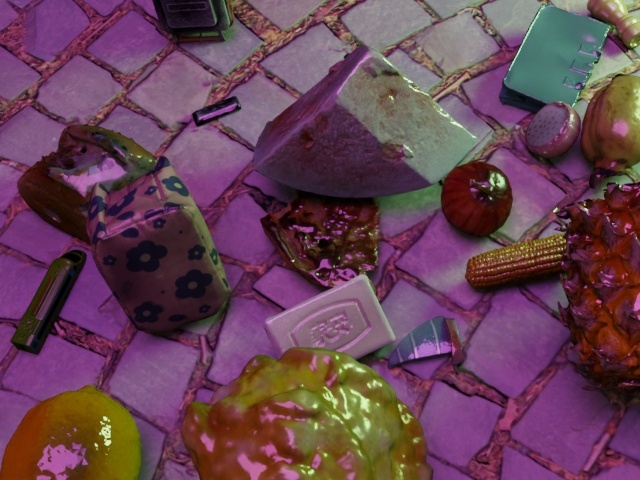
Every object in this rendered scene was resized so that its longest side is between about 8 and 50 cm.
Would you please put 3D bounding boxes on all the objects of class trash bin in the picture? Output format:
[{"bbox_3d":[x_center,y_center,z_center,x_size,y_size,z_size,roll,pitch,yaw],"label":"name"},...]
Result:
[{"bbox_3d":[-0.249,-0.538,1.952,0.161,0.184,0.238,-1,48,10],"label":"trash bin"}]

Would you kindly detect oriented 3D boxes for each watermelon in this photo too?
[{"bbox_3d":[0.072,-0.220,1.630,0.388,0.258,0.228,-4,44,-1],"label":"watermelon"}]

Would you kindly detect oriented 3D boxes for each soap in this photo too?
[{"bbox_3d":[0.013,0.145,1.525,0.183,0.064,0.121,-25,85,-5],"label":"soap"}]

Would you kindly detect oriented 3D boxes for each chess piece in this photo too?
[{"bbox_3d":[0.564,-0.420,1.788,0.066,0.066,0.122,-30,64,-8],"label":"chess piece"}]

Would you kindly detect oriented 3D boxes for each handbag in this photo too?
[{"bbox_3d":[0.435,-0.330,1.763,0.144,0.057,0.221,24,66,18],"label":"handbag"},{"bbox_3d":[-0.274,0.004,1.582,0.190,0.251,0.193,-20,42,-1],"label":"handbag"}]

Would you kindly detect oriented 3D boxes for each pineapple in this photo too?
[{"bbox_3d":[0.502,0.074,1.355,0.353,0.352,0.300,0,76,10],"label":"pineapple"}]

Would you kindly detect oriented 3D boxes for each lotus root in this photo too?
[{"bbox_3d":[0.507,-0.185,1.622,0.118,0.125,0.220,15,67,1],"label":"lotus root"}]

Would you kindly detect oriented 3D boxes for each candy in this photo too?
[{"bbox_3d":[0.407,-0.192,1.663,0.103,0.043,0.103,-36,37,33],"label":"candy"}]

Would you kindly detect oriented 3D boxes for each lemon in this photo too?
[{"bbox_3d":[-0.371,0.339,1.420,0.204,0.204,0.260,5,60,13],"label":"lemon"}]

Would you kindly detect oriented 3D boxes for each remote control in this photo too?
[{"bbox_3d":[-0.203,-0.255,1.853,0.096,0.014,0.039,-22,58,-4],"label":"remote control"}]

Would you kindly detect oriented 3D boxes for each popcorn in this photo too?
[{"bbox_3d":[-0.003,0.316,1.292,0.334,0.293,0.292,-12,34,-25],"label":"popcorn"}]

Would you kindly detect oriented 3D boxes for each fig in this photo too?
[{"bbox_3d":[0.262,-0.083,1.591,0.129,0.150,0.128,-2,46,2],"label":"fig"}]

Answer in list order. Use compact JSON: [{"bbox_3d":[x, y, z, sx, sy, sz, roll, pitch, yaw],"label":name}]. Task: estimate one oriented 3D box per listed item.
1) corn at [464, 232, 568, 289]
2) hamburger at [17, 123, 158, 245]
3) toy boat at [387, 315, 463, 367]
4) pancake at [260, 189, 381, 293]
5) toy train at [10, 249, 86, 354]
[{"bbox_3d":[0.336,0.036,1.553,0.207,0.068,0.068,-15,58,4],"label":"corn"},{"bbox_3d":[-0.412,-0.110,1.713,0.288,0.192,0.167,24,57,22],"label":"hamburger"},{"bbox_3d":[0.163,0.167,1.525,0.122,0.034,0.096,-10,53,6],"label":"toy boat"},{"bbox_3d":[0.000,0.000,1.642,0.213,0.056,0.257,0,52,2],"label":"pancake"},{"bbox_3d":[-0.476,0.096,1.676,0.044,0.042,0.209,13,63,16],"label":"toy train"}]
